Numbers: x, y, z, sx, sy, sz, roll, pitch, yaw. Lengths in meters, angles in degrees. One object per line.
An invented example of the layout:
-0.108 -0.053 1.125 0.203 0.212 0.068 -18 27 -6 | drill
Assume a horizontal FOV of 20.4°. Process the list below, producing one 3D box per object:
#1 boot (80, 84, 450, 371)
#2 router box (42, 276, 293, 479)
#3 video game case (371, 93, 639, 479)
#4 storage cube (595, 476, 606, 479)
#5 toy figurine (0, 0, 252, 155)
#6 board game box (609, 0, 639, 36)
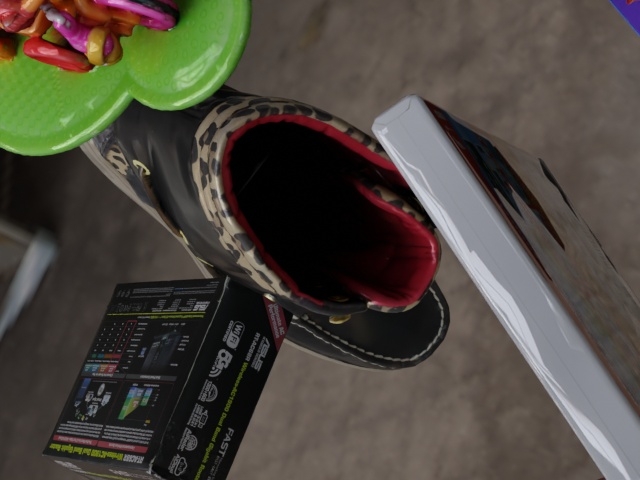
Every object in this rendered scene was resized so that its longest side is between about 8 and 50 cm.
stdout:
0.000 0.000 1.302 0.138 0.377 0.284 -50 26 -8 | boot
-0.071 0.066 0.801 0.122 0.038 0.092 -5 59 60 | router box
0.121 0.038 0.787 0.025 0.285 0.204 -35 78 12 | video game case
0.326 0.270 1.332 0.215 0.193 0.184 -139 36 -59 | storage cube
-0.139 -0.107 0.688 0.173 0.159 0.130 14 90 36 | toy figurine
0.248 -0.248 1.456 0.078 0.233 0.347 -39 33 13 | board game box
